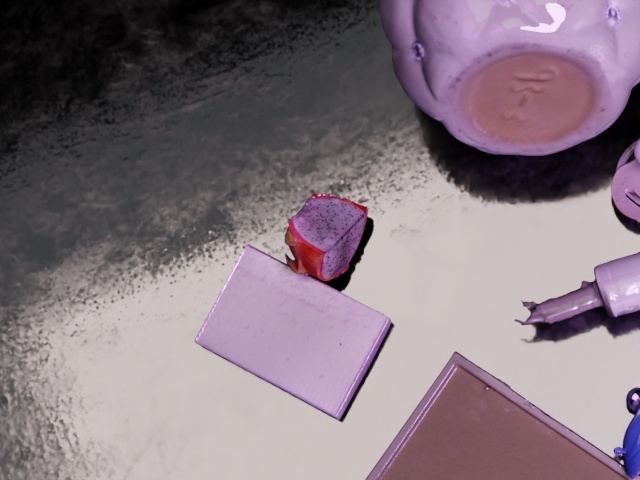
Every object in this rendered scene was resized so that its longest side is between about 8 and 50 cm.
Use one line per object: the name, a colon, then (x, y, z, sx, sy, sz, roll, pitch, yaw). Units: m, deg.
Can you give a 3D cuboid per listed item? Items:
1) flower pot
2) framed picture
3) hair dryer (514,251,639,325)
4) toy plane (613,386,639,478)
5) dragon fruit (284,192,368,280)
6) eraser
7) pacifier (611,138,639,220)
flower pot: (0.172, -0.192, 1.615, 0.246, 0.246, 0.195, -6, 53, 7)
framed picture: (0.167, 0.237, 1.642, 0.250, 0.016, 0.184, 33, 85, 13)
hair dryer: (0.339, 0.028, 1.606, 0.357, 0.107, 0.173, -17, 63, 9)
toy plane: (0.307, 0.133, 1.628, 0.062, 0.054, 0.167, 32, 84, -18)
dragon fruit: (0.000, 0.000, 1.695, 0.056, 0.060, 0.083, 24, 49, 17)
eraser: (-0.025, 0.080, 1.699, 0.150, 0.023, 0.104, 27, 84, 12)
pacifier: (0.291, -0.068, 1.656, 0.099, 0.078, 0.081, -46, 55, -2)
